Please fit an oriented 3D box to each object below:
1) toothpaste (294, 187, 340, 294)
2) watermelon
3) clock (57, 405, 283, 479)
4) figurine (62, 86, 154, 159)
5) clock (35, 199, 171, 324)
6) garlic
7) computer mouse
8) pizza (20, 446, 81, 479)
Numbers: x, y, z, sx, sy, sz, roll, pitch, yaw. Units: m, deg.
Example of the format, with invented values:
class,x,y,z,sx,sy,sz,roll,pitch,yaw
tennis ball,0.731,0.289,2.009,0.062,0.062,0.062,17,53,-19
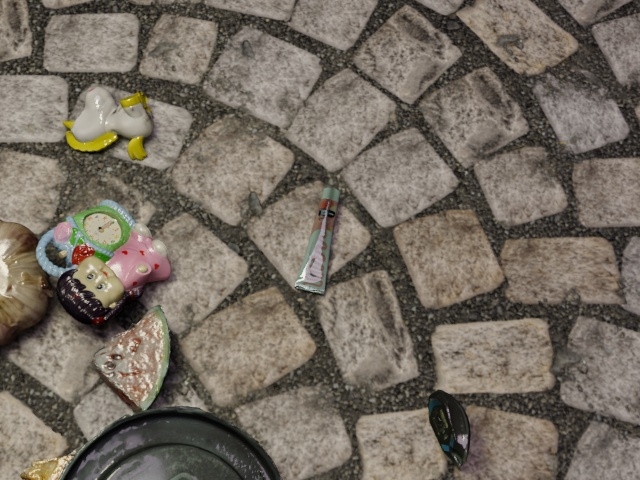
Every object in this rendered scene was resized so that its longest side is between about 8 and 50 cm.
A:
class,x,y,z,sx,sy,sz,roll,pitch,yaw
toothpaste,0.000,0.000,1.746,0.056,0.036,0.205,12,68,0
watermelon,-0.319,0.204,1.614,0.139,0.071,0.187,5,73,6
clock,-0.231,0.452,1.449,0.387,0.076,0.386,6,69,-15
figurine,-0.407,-0.227,1.801,0.178,0.109,0.129,8,86,4
clock,-0.386,0.039,1.631,0.194,0.100,0.195,43,47,5
garlic,-0.583,0.079,1.611,0.245,0.160,0.244,8,68,-22
computer mouse,0.224,0.313,1.588,0.047,0.079,0.135,-8,61,-19
pizza,-0.381,0.393,1.508,0.194,0.069,0.154,14,67,-7
